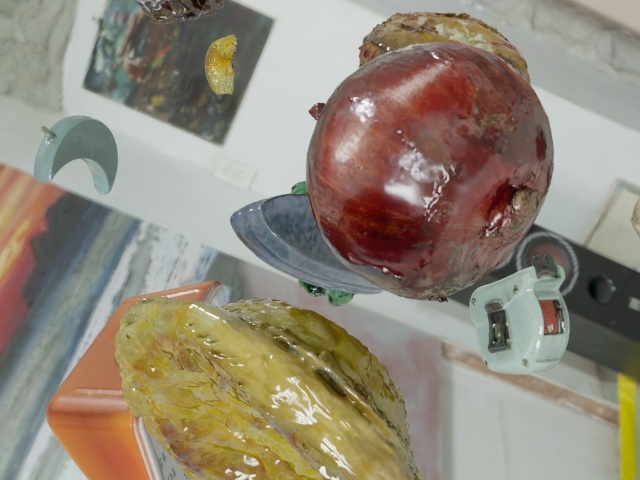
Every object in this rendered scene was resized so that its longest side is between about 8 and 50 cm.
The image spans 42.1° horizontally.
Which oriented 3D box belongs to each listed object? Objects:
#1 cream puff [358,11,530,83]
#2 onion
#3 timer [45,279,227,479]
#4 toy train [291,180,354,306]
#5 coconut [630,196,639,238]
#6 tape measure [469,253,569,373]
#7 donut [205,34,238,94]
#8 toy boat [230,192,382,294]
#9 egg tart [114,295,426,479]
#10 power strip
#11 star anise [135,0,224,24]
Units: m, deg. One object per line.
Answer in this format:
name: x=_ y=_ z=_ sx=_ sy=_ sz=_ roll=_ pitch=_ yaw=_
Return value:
cream puff: x=0.163 y=-0.213 z=1.134 sx=0.240 sy=0.240 sz=0.163 roll=-81 pitch=9 yaw=-59
onion: x=0.118 y=-0.068 z=0.872 sx=0.276 sy=0.276 sz=0.276 roll=-157 pitch=90 yaw=-82
timer: x=-0.194 y=0.223 z=1.075 sx=0.250 sy=0.161 sz=0.257 roll=67 pitch=-151 yaw=-29
toy train: x=0.037 y=-0.006 z=1.634 sx=0.145 sy=0.202 sz=0.265 roll=105 pitch=149 yaw=-67
coconut: x=0.524 y=-0.009 z=1.155 sx=0.147 sy=0.152 sz=0.147 roll=-36 pitch=15 yaw=11
tape measure: x=0.448 y=0.181 z=1.883 sx=0.243 sy=0.125 sz=0.246 roll=-36 pitch=58 yaw=59
donut: x=-0.141 y=-0.254 z=1.196 sx=0.083 sy=0.038 sz=0.067 roll=-34 pitch=76 yaw=59
toy boat: x=0.000 y=0.000 z=1.245 sx=0.078 sy=0.283 sz=0.127 roll=-21 pitch=57 yaw=53
egg tart: x=-0.032 y=0.153 z=0.721 sx=0.129 sy=0.341 sz=0.341 roll=-50 pitch=-1 yaw=-30
power strip: x=-0.532 y=-0.192 z=1.815 sx=0.253 sy=0.054 sz=0.167 roll=16 pitch=-93 yaw=-67
star anise: x=-0.243 y=-0.492 z=1.645 sx=0.236 sy=0.108 sz=0.223 roll=7 pitch=38 yaw=41
